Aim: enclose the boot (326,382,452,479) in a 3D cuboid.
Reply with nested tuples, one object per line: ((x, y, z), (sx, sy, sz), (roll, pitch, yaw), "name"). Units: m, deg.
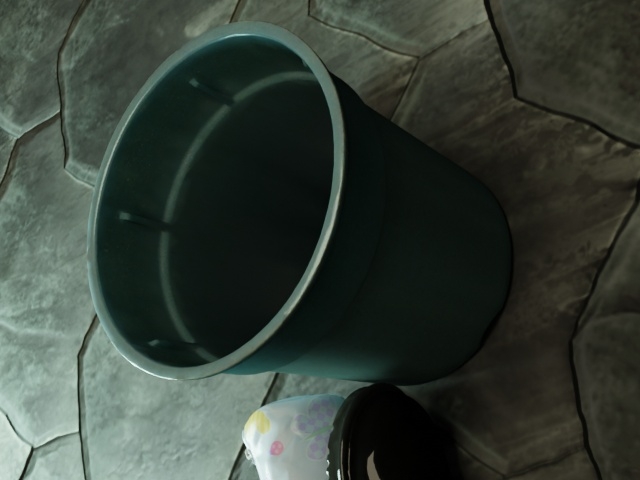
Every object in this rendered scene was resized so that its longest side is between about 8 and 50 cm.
((0.154, 0.281, 1.189), (0.260, 0.131, 0.348), (-25, 71, 43), "boot")

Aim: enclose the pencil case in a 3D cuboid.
((-0.002, 0.298, 1.337), (0.124, 0.113, 0.273), (-12, 63, -4), "pencil case")

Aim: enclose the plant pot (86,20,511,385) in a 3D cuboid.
((0.000, 0.000, 1.289), (0.341, 0.334, 0.341), (-16, 65, 38), "plant pot")
